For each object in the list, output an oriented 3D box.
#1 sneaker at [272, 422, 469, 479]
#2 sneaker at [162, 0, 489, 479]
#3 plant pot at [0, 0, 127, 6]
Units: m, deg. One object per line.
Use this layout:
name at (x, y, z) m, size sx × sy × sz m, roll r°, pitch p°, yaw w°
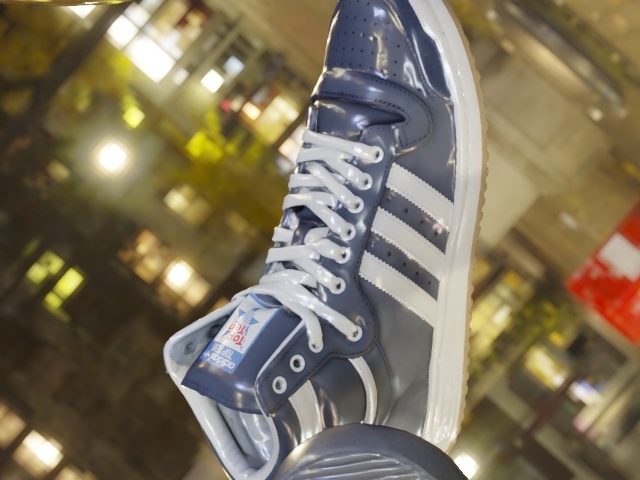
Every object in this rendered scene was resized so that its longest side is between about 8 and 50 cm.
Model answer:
sneaker at (0.046, 0.178, 0.821) m, size 0.131 × 0.112 × 0.319 m, roll -69°, pitch -27°, yaw -51°
sneaker at (0.000, 0.000, 1.025) m, size 0.153 × 0.282 × 0.099 m, roll -12°, pitch -162°, yaw -37°
plant pot at (-0.110, -0.163, 0.511) m, size 0.237 × 0.237 × 0.254 m, roll 41°, pitch -162°, yaw -1°
